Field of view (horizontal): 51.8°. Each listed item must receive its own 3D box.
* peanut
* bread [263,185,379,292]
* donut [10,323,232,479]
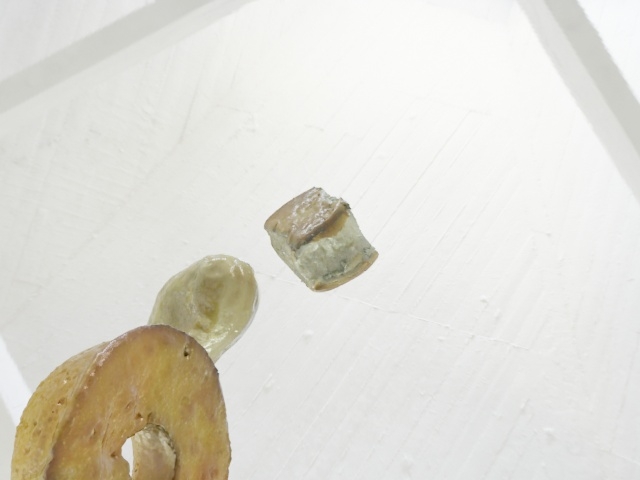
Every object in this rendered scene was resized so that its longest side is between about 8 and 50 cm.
[{"bbox_3d":[-0.205,0.139,1.009,0.147,0.147,0.318,41,-66,4],"label":"peanut"},{"bbox_3d":[0.000,0.002,0.593,0.070,0.083,0.076,-37,-57,-8],"label":"bread"},{"bbox_3d":[-0.220,0.247,0.743,0.110,0.303,0.302,-5,-95,25],"label":"donut"}]
